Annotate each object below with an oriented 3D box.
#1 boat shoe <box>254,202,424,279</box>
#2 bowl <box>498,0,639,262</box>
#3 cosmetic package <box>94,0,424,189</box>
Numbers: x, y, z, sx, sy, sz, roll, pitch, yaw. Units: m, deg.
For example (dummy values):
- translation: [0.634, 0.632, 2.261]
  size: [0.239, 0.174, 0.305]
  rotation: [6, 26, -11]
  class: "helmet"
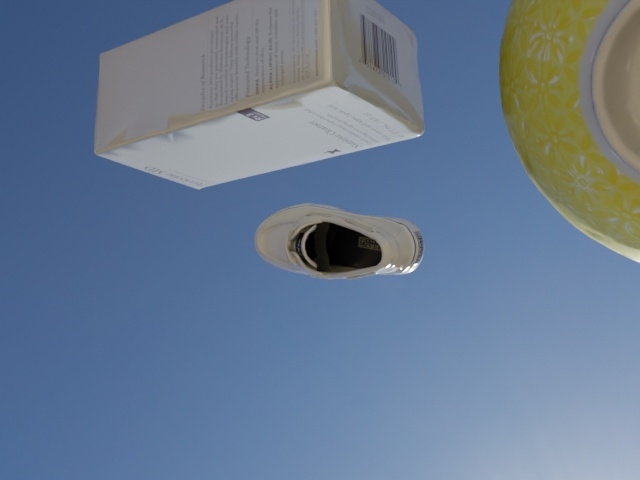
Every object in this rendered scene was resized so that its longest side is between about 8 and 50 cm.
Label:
- translation: [0.000, 0.000, 0.997]
  size: [0.084, 0.258, 0.095]
  rotation: [-7, -87, -48]
  class: "boat shoe"
- translation: [0.231, -0.099, 0.476]
  size: [0.290, 0.156, 0.289]
  rotation: [9, -71, 27]
  class: "bowl"
- translation: [-0.087, -0.191, 1.057]
  size: [0.385, 0.156, 0.217]
  rotation: [-12, -17, 35]
  class: "cosmetic package"
